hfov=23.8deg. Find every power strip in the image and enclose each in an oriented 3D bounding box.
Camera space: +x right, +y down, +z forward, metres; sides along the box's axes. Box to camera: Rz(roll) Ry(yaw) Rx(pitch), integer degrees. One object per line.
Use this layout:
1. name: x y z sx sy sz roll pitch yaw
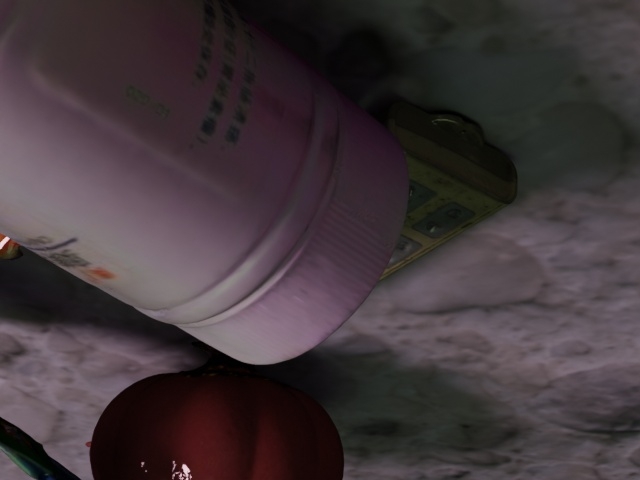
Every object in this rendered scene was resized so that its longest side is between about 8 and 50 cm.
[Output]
1. power strip: 0.000 0.000 0.904 0.092 0.034 0.268 25 143 -28

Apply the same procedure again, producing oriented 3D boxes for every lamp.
1. lamp: -0.072 0.145 1.065 0.182 0.140 0.182 5 167 1

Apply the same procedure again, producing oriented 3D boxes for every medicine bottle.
1. medicine bottle: -0.092 -0.056 0.721 0.152 0.152 0.254 -22 137 38

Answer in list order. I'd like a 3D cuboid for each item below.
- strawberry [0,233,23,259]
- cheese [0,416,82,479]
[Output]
1. strawberry: -0.228 -0.073 0.796 0.167 0.087 0.208 -11 133 4
2. cheese: -0.255 0.077 0.950 0.320 0.083 0.204 39 173 -14
